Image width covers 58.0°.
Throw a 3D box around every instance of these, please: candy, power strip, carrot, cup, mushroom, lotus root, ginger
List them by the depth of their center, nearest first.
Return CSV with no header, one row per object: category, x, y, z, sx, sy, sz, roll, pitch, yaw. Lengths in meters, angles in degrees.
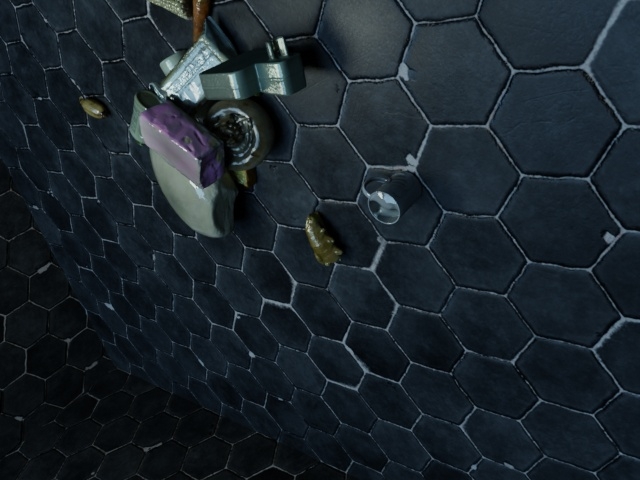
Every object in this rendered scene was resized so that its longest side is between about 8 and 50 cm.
power strip,-0.168,-0.467,1.543,0.260,0.229,0.141,11,127,37
cup,0.190,-0.131,1.565,0.136,0.133,0.099,49,142,-1
carrot,-0.360,-0.643,1.725,0.057,0.057,0.224,39,145,12
candy,-0.409,-0.290,1.730,0.265,0.116,0.156,38,148,15
mushroom,-0.252,-0.322,1.764,0.226,0.178,0.227,2,111,6
ginger,0.010,0.009,1.889,0.115,0.081,0.206,50,164,53
candy,-0.466,-0.203,2.039,0.427,0.186,0.386,50,154,16
lotus root,-0.904,-0.529,2.300,0.151,0.063,0.072,32,166,9

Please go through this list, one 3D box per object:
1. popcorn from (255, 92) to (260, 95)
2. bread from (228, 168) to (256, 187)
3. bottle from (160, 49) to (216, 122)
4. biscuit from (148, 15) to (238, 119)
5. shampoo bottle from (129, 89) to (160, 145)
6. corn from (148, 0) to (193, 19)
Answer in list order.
popcorn,-0.221,-0.459,1.735,0.083,0.060,0.068,36,140,2
bread,-0.272,-0.265,1.941,0.103,0.065,0.188,18,134,24
bottle,-0.409,-0.478,1.855,0.104,0.104,0.245,-13,111,47
biscuit,-0.372,-0.497,1.736,0.186,0.079,0.309,46,117,-7
shampoo bottle,-0.642,-0.432,2.120,0.118,0.087,0.234,44,141,6
corn,-0.457,-0.731,1.715,0.210,0.087,0.087,29,137,17
